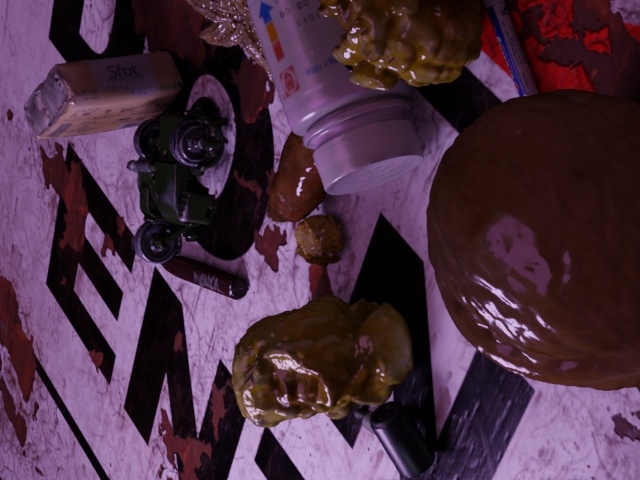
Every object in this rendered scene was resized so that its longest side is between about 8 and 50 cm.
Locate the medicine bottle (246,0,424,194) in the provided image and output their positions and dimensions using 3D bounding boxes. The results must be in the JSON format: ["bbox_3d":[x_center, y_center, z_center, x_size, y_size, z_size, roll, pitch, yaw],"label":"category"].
[{"bbox_3d":[0.023,-0.217,1.842,0.170,0.170,0.293,-32,73,56],"label":"medicine bottle"}]

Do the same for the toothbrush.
[{"bbox_3d":[-0.231,0.049,2.451,0.364,0.041,0.041,16,115,54],"label":"toothbrush"}]

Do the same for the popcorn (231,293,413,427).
[{"bbox_3d":[-0.019,0.176,2.002,0.286,0.225,0.173,-17,91,59],"label":"popcorn"}]

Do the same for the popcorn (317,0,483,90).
[{"bbox_3d":[0.092,-0.274,1.695,0.218,0.189,0.169,55,147,33],"label":"popcorn"}]

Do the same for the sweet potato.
[{"bbox_3d":[-0.025,-0.094,2.029,0.097,0.097,0.292,62,145,21],"label":"sweet potato"}]

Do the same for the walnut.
[{"bbox_3d":[0.259,0.002,1.445,0.333,0.333,0.333,26,123,50],"label":"walnut"}]

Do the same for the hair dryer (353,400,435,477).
[{"bbox_3d":[0.085,0.264,2.022,0.100,0.057,0.198,59,165,-18],"label":"hair dryer"}]

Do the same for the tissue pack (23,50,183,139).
[{"bbox_3d":[-0.364,-0.240,2.378,0.186,0.222,0.090,-34,70,56],"label":"tissue pack"}]

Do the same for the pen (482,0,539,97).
[{"bbox_3d":[0.233,-0.195,1.663,0.025,0.025,0.204,-32,75,56],"label":"pen"}]

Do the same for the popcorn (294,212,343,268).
[{"bbox_3d":[0.000,0.000,2.062,0.083,0.057,0.082,38,128,39],"label":"popcorn"}]

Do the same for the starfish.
[{"bbox_3d":[-0.112,-0.324,2.055,0.277,0.062,0.236,17,145,23],"label":"starfish"}]

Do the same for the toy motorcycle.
[{"bbox_3d":[-0.223,-0.095,2.319,0.205,0.127,0.275,9,102,54],"label":"toy motorcycle"}]
